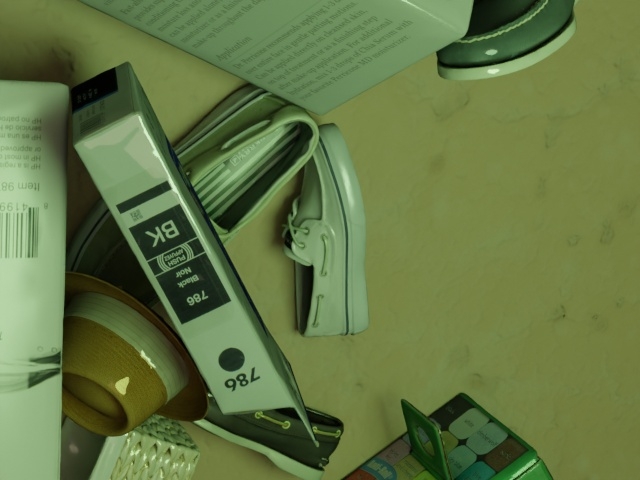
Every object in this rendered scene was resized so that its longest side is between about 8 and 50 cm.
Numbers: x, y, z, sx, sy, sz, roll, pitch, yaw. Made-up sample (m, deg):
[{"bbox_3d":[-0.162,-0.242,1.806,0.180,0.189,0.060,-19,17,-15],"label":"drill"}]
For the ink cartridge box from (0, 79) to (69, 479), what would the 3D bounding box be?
[{"bbox_3d":[-0.368,0.063,1.132,0.285,0.166,0.395,0,95,-30],"label":"ink cartridge box"}]

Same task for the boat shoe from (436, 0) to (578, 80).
[{"bbox_3d":[0.181,-0.243,1.229,0.319,0.116,0.099,-47,130,-42],"label":"boat shoe"}]

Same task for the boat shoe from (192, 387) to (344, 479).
[{"bbox_3d":[-0.073,0.167,1.386,0.227,0.081,0.069,31,90,-34],"label":"boat shoe"}]

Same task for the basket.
[{"bbox_3d":[-0.200,0.238,1.337,0.103,0.113,0.167,21,98,-29],"label":"basket"}]

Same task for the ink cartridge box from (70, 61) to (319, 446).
[{"bbox_3d":[-0.107,0.023,1.175,0.065,0.165,0.333,-27,113,0],"label":"ink cartridge box"}]

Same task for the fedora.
[{"bbox_3d":[-0.189,0.113,1.219,0.079,0.194,0.194,-48,120,-33],"label":"fedora"}]

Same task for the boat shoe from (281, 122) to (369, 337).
[{"bbox_3d":[0.000,0.000,1.355,0.076,0.083,0.226,-14,114,-12],"label":"boat shoe"}]

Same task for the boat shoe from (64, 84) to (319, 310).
[{"bbox_3d":[-0.126,-0.028,1.294,0.302,0.094,0.109,-48,116,-3],"label":"boat shoe"}]

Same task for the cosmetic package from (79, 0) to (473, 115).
[{"bbox_3d":[-0.112,-0.285,1.126,0.453,0.230,0.161,23,66,-27],"label":"cosmetic package"}]

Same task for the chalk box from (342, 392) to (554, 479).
[{"bbox_3d":[0.150,0.295,1.456,0.179,0.180,0.289,-36,114,-9],"label":"chalk box"}]
